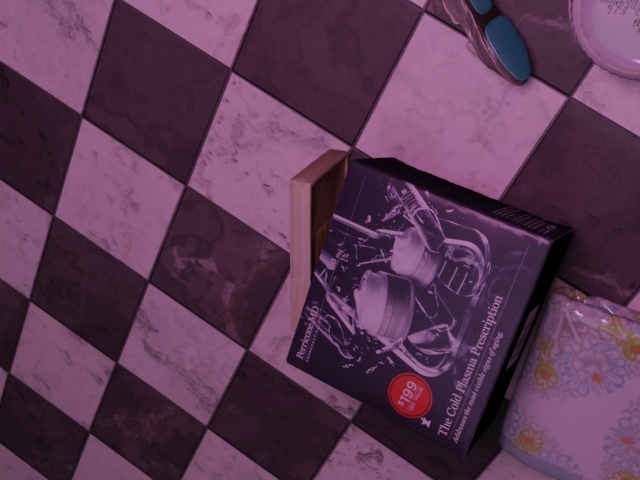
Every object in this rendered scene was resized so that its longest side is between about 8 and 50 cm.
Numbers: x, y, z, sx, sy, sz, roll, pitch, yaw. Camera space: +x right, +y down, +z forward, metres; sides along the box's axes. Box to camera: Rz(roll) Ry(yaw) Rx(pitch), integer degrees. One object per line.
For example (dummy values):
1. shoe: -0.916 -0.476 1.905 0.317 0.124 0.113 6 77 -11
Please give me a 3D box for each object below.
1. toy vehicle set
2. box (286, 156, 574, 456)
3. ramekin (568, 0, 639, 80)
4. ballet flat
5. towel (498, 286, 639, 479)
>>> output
1. toy vehicle set: 0.000 0.000 1.274 0.035 0.166 0.267 10 116 21
2. box: 0.159 0.086 1.167 0.312 0.179 0.344 24 107 23
3. ramekin: 0.418 -0.301 0.976 0.207 0.109 0.207 10 117 21
4. ballet flat: 0.226 -0.310 1.097 0.213 0.072 0.068 58 150 -7
5. towel: 0.501 0.271 1.213 0.374 0.090 0.321 20 116 16
